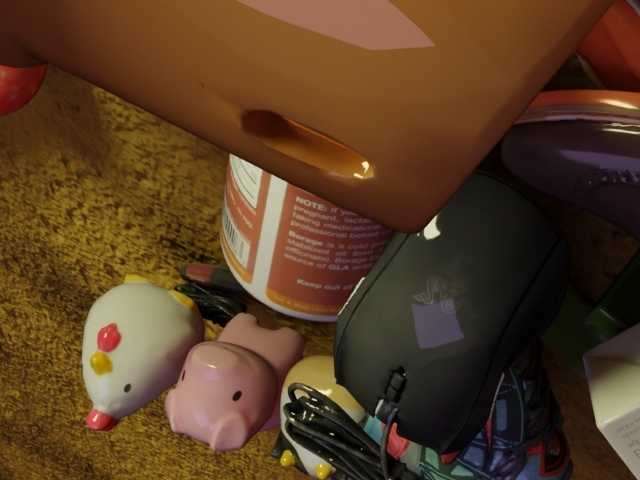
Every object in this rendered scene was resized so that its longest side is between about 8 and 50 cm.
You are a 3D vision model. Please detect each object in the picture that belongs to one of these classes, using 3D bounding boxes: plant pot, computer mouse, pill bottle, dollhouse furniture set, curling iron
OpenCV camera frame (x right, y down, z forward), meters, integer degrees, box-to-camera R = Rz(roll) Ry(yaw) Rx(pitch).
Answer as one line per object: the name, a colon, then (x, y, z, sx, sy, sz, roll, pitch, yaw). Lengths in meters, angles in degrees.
plant pot: (0.014, -0.140, 0.425, 0.203, 0.291, 0.291, 39, 153, 3)
computer mouse: (0.076, 0.093, 0.698, 0.184, 0.060, 0.262, 39, 137, 8)
pill bottle: (0.014, -0.059, 0.714, 0.121, 0.121, 0.216, 34, 146, 14)
dollhouse furniture set: (0.164, 0.060, 0.784, 0.076, 0.058, 0.151, 40, 153, 4)
curling iron: (-0.025, 0.043, 1.030, 0.068, 0.035, 0.274, 41, 154, -30)

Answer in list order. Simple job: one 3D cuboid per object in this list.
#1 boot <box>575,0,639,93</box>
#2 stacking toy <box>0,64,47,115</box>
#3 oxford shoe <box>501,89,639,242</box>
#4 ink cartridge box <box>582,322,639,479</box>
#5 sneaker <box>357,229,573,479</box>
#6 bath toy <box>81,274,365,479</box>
boot: (0.123, -0.115, 0.581, 0.158, 0.059, 0.084, 49, 157, -19)
stacking toy: (-0.348, -0.164, 1.052, 0.330, 0.141, 0.141, 12, 142, 34)
oxford shoe: (0.193, 0.011, 0.583, 0.271, 0.098, 0.097, 23, 173, 20)
ink cartridge box: (0.239, 0.118, 0.697, 0.115, 0.067, 0.198, -32, 115, 19)
sneaker: (0.109, 0.086, 0.787, 0.125, 0.104, 0.262, 40, 144, 20)
bath toy: (-0.049, 0.124, 1.018, 0.348, 0.129, 0.151, 16, 154, 27)
